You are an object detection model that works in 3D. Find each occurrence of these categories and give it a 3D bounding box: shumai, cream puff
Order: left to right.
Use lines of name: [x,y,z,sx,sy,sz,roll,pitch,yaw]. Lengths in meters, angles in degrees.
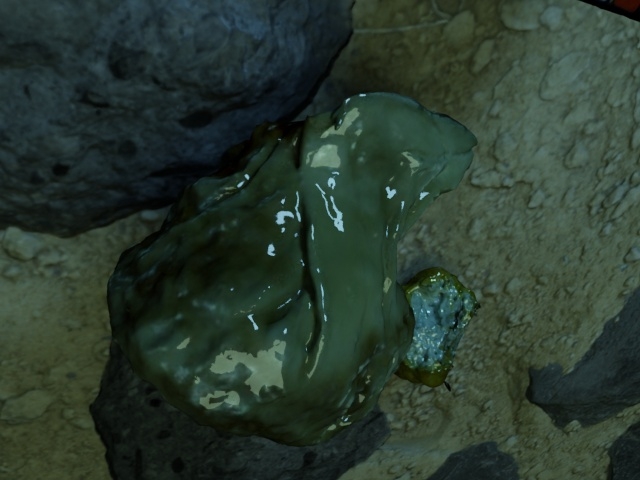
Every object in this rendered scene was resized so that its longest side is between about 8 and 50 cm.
shumai: [0.000,0.000,0.610,0.288,0.292,0.330,-43,167,26]
cream puff: [0.126,0.106,0.881,0.156,0.156,0.121,-11,170,-17]

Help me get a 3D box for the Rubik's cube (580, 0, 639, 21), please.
Rubik's cube: [0.210,-0.306,0.563,0.187,0.182,0.184,4,121,-27]
